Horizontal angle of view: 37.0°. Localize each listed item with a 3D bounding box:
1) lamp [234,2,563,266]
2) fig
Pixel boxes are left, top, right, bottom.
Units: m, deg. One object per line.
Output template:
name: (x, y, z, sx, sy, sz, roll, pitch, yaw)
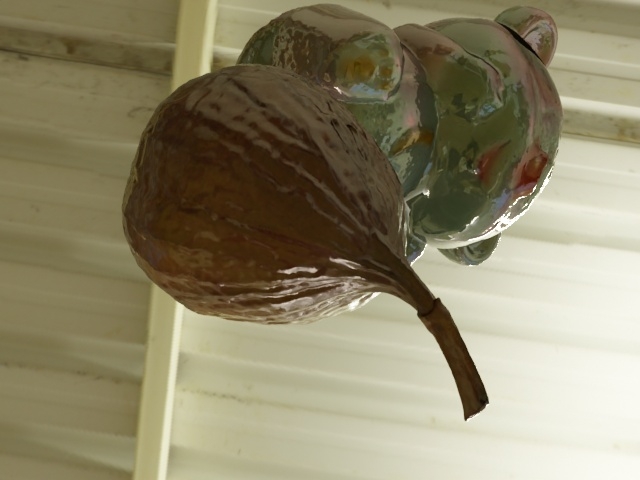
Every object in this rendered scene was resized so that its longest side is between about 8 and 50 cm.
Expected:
lamp: (0.062, -0.099, 0.836, 0.301, 0.247, 0.247, 0, -72, -37)
fig: (0.000, 0.000, 0.458, 0.146, 0.201, 0.134, -5, -62, -39)
